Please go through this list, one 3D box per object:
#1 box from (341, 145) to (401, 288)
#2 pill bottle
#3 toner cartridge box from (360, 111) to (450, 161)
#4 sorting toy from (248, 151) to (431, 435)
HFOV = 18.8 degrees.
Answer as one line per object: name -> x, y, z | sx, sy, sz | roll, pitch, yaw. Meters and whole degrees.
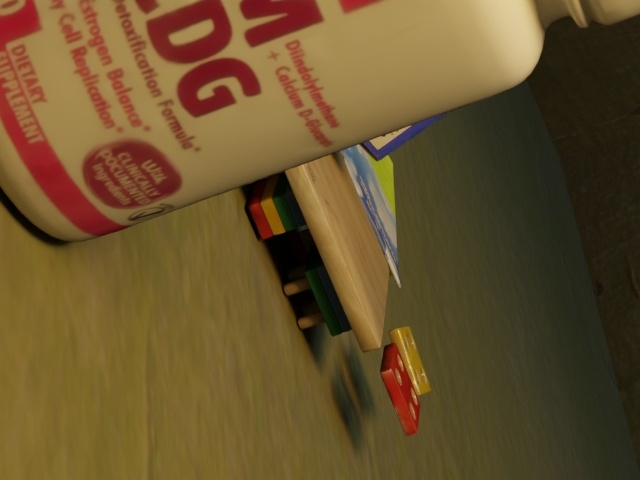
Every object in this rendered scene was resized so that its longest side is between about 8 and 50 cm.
box -> 0.019, -0.048, 1.393 | 0.178, 0.042, 0.109 | -90, 157, -58
pill bottle -> -0.004, -0.116, 0.793 | 0.160, 0.283, 0.160 | -20, 90, -79
toner cartridge box -> -0.004, -0.212, 1.311 | 0.165, 0.075, 0.348 | 48, 17, -30
sorting toy -> 0.000, 0.000, 1.219 | 0.132, 0.046, 0.274 | -79, 147, -68
